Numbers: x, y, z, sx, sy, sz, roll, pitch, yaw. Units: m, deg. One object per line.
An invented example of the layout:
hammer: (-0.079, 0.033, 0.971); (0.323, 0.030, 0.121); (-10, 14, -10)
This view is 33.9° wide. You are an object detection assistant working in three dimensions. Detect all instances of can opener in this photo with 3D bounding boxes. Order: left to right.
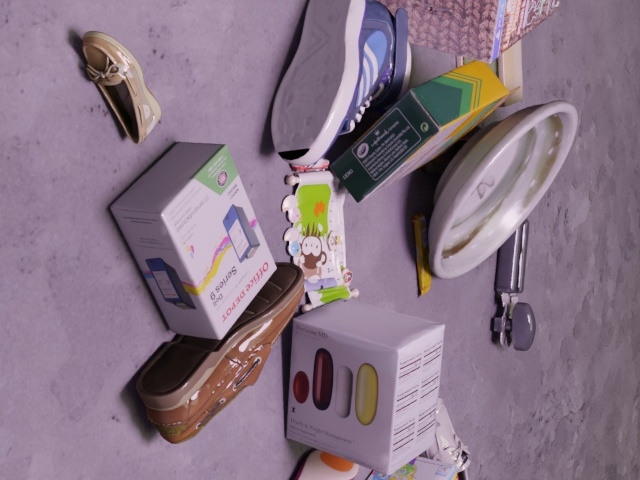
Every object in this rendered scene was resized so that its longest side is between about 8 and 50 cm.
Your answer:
can opener: (0.427, 0.092, 2.241); (0.076, 0.095, 0.283); (4, 92, -56)

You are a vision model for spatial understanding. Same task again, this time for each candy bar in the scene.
candy bar: (0.190, 0.027, 1.953); (0.040, 0.018, 0.161); (-33, 121, -53)

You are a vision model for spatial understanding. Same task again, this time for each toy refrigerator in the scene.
toy refrigerator: (0.318, -0.394, 2.005); (0.094, 0.102, 0.270); (-24, 115, -52)

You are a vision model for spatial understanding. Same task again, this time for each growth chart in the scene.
growth chart: (0.000, 0.000, 1.671); (0.172, 0.021, 0.237); (-23, 113, -51)

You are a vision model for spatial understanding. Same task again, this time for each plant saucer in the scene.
plant saucer: (0.316, -0.111, 1.962); (0.400, 0.100, 0.400); (-39, 156, -22)

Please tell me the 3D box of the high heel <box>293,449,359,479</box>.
high heel: (-0.016, 0.419, 1.682); (0.244, 0.082, 0.117); (-39, 155, -61)

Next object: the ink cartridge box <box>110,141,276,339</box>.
ink cartridge box: (-0.159, 0.000, 1.375); (0.154, 0.093, 0.212); (-52, 136, -39)

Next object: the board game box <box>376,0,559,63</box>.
board game box: (0.250, -0.434, 1.762); (0.291, 0.232, 0.141); (-39, 141, -45)

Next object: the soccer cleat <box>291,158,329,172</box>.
soccer cleat: (-0.014, -0.126, 1.625); (0.083, 0.029, 0.036); (-12, 109, -50)

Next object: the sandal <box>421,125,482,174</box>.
sandal: (0.264, -0.170, 1.995); (0.219, 0.060, 0.090); (-16, 108, -54)

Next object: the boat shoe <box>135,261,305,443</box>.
boat shoe: (-0.128, 0.148, 1.442); (0.307, 0.110, 0.104); (-41, 131, -33)

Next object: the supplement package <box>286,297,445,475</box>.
supplement package: (0.068, 0.220, 1.631); (0.149, 0.194, 0.203); (-18, 116, -54)

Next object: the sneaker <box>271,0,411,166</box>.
sneaker: (0.057, -0.221, 1.622); (0.236, 0.130, 0.323); (36, 60, -47)

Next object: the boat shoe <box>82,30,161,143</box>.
boat shoe: (-0.242, -0.183, 1.260); (0.048, 0.056, 0.153); (-66, 149, -32)

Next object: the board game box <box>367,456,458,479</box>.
board game box: (0.178, 0.539, 1.900); (0.142, 0.144, 0.275); (-46, 132, -43)

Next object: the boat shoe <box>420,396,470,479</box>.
boat shoe: (0.245, 0.419, 2.029); (0.096, 0.088, 0.268); (-30, 119, -50)

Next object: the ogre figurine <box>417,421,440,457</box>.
ogre figurine: (0.122, 0.319, 1.810); (0.197, 0.118, 0.097); (28, 71, -53)

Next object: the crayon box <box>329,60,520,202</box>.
crayon box: (0.177, -0.191, 1.731); (0.083, 0.203, 0.323); (52, 37, 6)
